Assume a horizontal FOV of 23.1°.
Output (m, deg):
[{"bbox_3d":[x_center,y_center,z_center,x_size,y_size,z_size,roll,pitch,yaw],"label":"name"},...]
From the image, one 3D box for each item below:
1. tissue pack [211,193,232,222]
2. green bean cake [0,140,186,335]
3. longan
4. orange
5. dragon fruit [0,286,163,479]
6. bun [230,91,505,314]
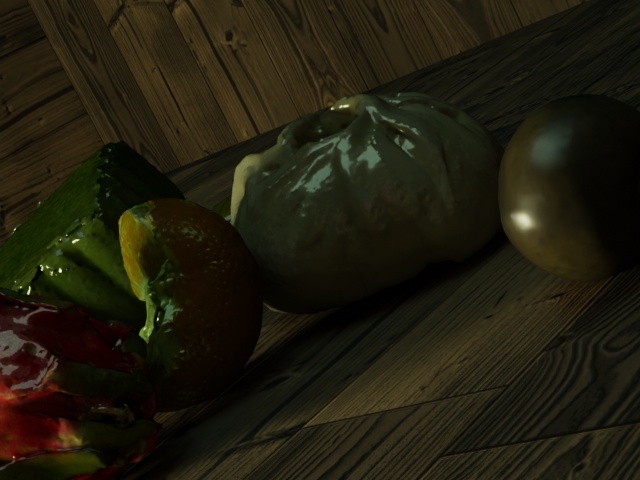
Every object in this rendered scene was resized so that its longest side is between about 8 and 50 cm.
[{"bbox_3d":[-0.104,-0.008,2.257,0.127,0.123,0.178,-20,13,17],"label":"tissue pack"},{"bbox_3d":[-0.312,0.065,2.093,0.335,0.218,0.319,-44,19,17],"label":"green bean cake"},{"bbox_3d":[0.237,-0.047,1.416,0.167,0.167,0.187,-23,4,26],"label":"longan"},{"bbox_3d":[-0.146,0.075,1.730,0.158,0.237,0.179,5,-24,-20],"label":"orange"},{"bbox_3d":[-0.291,0.166,1.576,0.303,0.237,0.231,-3,66,34],"label":"dragon fruit"},{"bbox_3d":[0.046,-0.059,1.850,0.365,0.219,0.365,-23,8,4],"label":"bun"}]
